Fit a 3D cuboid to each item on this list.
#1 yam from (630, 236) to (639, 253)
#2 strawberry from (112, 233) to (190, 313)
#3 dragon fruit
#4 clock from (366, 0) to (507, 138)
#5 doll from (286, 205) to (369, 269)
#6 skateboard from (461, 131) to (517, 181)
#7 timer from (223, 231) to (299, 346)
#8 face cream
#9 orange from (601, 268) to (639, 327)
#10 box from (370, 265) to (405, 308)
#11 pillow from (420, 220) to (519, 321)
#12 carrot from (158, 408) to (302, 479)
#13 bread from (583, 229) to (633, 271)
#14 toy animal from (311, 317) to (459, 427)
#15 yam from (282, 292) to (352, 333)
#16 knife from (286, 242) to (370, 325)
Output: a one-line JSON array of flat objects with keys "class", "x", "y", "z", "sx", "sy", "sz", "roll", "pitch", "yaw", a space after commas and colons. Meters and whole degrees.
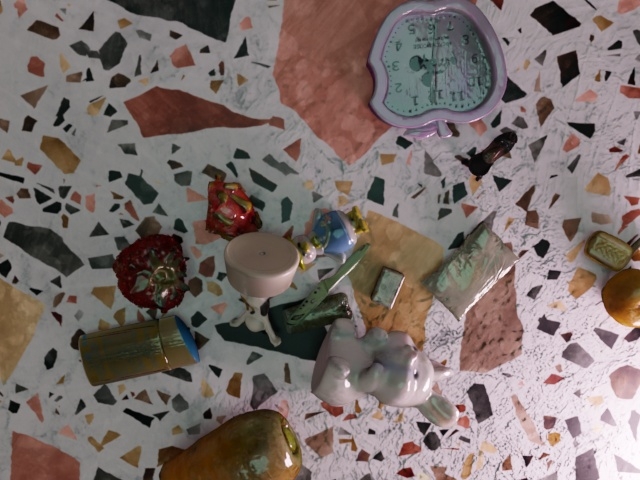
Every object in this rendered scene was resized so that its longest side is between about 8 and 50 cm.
[{"class": "yam", "x": 0.798, "y": 0.033, "z": 1.546, "sx": 0.021, "sy": 0.021, "sz": 0.116, "roll": 42, "pitch": 96, "yaw": -6}, {"class": "strawberry", "x": -0.421, "y": 0.078, "z": 1.465, "sx": 0.202, "sy": 0.184, "sz": 0.186, "roll": 0, "pitch": 135, "yaw": 37}, {"class": "dragon fruit", "x": -0.216, "y": -0.061, "z": 1.470, "sx": 0.150, "sy": 0.133, "sz": 0.207, "roll": -28, "pitch": 115, "yaw": 28}, {"class": "clock", "x": 0.271, "y": -0.407, "z": 1.442, "sx": 0.339, "sy": 0.102, "sz": 0.338, "roll": 0, "pitch": 98, "yaw": -1}, {"class": "doll", "x": 0.000, "y": 0.000, "z": 1.490, "sx": 0.241, "sy": 0.098, "sz": 0.135, "roll": -28, "pitch": 117, "yaw": 0}, {"class": "skateboard", "x": 0.428, "y": -0.218, "z": 1.478, "sx": 0.151, "sy": 0.080, "sz": 0.067, "roll": -41, "pitch": 90, "yaw": 2}, {"class": "timer", "x": -0.153, "y": 0.133, "z": 1.457, "sx": 0.175, "sy": 0.175, "sz": 0.265, "roll": 8, "pitch": 126, "yaw": -2}, {"class": "face cream", "x": -0.462, "y": 0.280, "z": 1.531, "sx": 0.285, "sy": 0.067, "sz": 0.139, "roll": -12, "pitch": 98, "yaw": 1}, {"class": "orange", "x": 0.796, "y": 0.143, "z": 1.513, "sx": 0.155, "sy": 0.134, "sz": 0.154, "roll": 7, "pitch": 112, "yaw": 17}, {"class": "box", "x": 0.172, "y": 0.120, "z": 1.534, "sx": 0.062, "sy": 0.045, "sz": 0.098, "roll": 19, "pitch": 98, "yaw": -2}, {"class": "pillow", "x": 0.383, "y": 0.079, "z": 1.532, "sx": 0.148, "sy": 0.050, "sz": 0.229, "roll": 44, "pitch": 97, "yaw": -1}, {"class": "carrot", "x": -0.221, "y": 0.567, "z": 1.495, "sx": 0.341, "sy": 0.224, "sz": 0.224, "roll": -28, "pitch": 97, "yaw": 6}, {"class": "bread", "x": 0.731, "y": 0.026, "z": 1.527, "sx": 0.115, "sy": 0.056, "sz": 0.082, "roll": 26, "pitch": 98, "yaw": 3}, {"class": "toy animal", "x": 0.164, "y": 0.344, "z": 1.493, "sx": 0.368, "sy": 0.196, "sz": 0.241, "roll": 8, "pitch": 134, "yaw": 0}, {"class": "yam", "x": -0.010, "y": 0.186, "z": 1.524, "sx": 0.179, "sy": 0.078, "sz": 0.078, "roll": -14, "pitch": 97, "yaw": 1}, {"class": "knife", "x": 0.022, "y": 0.108, "z": 1.507, "sx": 0.043, "sy": 0.020, "sz": 0.293, "roll": 37, "pitch": 75, "yaw": 28}]
